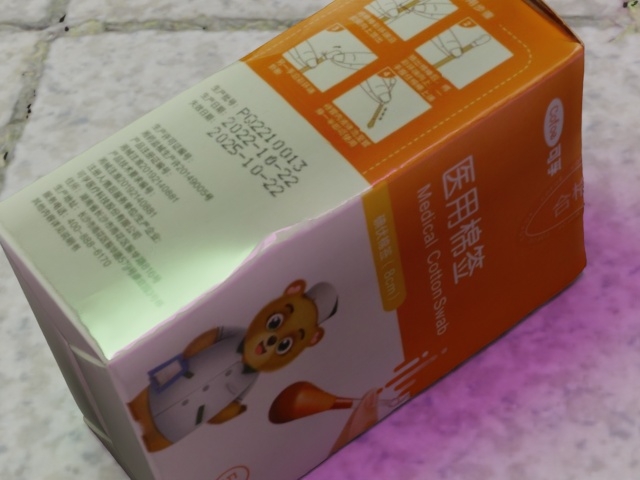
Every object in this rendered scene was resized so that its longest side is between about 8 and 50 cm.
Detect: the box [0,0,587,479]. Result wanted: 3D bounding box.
[{"bbox_3d":[0.000,0.000,0.960,0.341,0.225,0.143,-34,54,-17],"label":"box"}]
